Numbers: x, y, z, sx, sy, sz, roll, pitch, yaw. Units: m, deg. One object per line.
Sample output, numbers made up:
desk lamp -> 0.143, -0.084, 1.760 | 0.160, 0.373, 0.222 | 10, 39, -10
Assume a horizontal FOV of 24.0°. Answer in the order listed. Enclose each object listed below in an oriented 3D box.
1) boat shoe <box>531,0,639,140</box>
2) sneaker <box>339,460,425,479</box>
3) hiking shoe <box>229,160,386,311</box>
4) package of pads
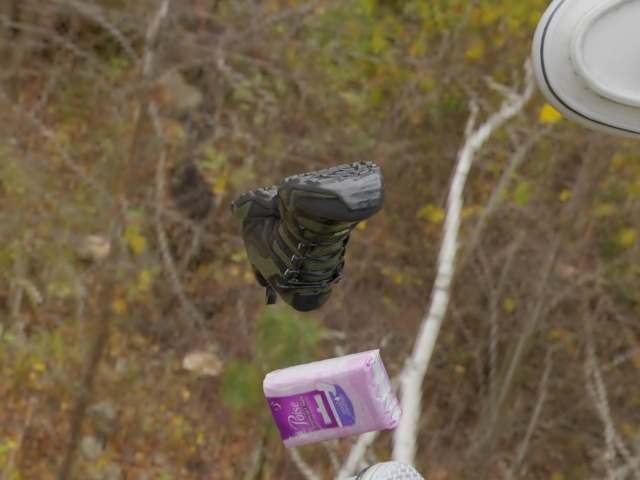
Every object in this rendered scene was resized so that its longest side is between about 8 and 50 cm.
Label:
boat shoe -> 0.221, -0.087, 0.618 | 0.267, 0.096, 0.088 | 0, 6, 10
sneaker -> 0.047, 0.399, 1.521 | 0.210, 0.366, 0.137 | -11, 14, 33
hiking shoe -> 0.000, 0.000, 1.278 | 0.086, 0.114, 0.227 | -14, 0, -24
package of pads -> 0.008, 0.103, 0.980 | 0.083, 0.050, 0.032 | -14, 15, 26
